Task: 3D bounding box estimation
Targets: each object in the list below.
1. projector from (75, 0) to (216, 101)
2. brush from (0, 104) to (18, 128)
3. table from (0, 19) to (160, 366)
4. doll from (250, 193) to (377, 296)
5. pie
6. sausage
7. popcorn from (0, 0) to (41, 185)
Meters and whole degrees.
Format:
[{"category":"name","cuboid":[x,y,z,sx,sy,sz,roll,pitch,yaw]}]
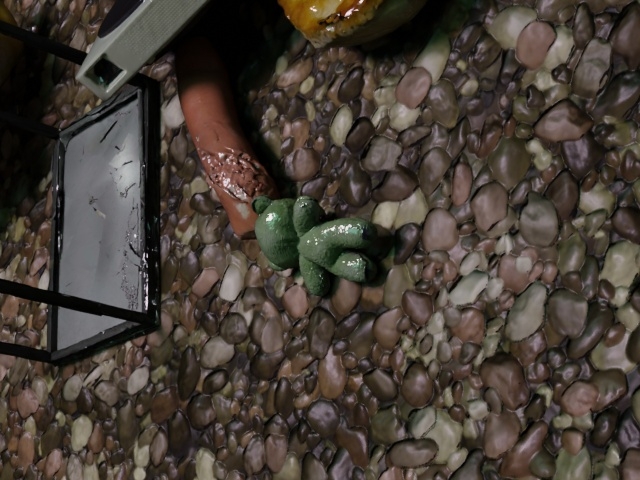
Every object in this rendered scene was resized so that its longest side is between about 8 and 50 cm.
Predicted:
[{"category":"projector","cuboid":[-0.163,-0.306,1.514,0.257,0.079,0.259,-38,24,29]},{"category":"brush","cuboid":[-0.477,-0.177,1.903,0.084,0.013,0.016,-32,58,37]},{"category":"table","cuboid":[-0.369,-0.050,1.559,0.222,0.272,0.334,-22,62,40]},{"category":"doll","cuboid":[0.000,0.000,1.322,0.150,0.077,0.115,16,127,37]},{"category":"pie","cuboid":[0.058,-0.347,1.355,0.315,0.092,0.315,-24,56,42]},{"category":"sausage","cuboid":[-0.112,-0.119,1.463,0.078,0.078,0.304,-46,48,26]},{"category":"popcorn","cuboid":[-0.556,-0.203,1.782,0.315,0.281,0.297,-80,-6,-51]}]
